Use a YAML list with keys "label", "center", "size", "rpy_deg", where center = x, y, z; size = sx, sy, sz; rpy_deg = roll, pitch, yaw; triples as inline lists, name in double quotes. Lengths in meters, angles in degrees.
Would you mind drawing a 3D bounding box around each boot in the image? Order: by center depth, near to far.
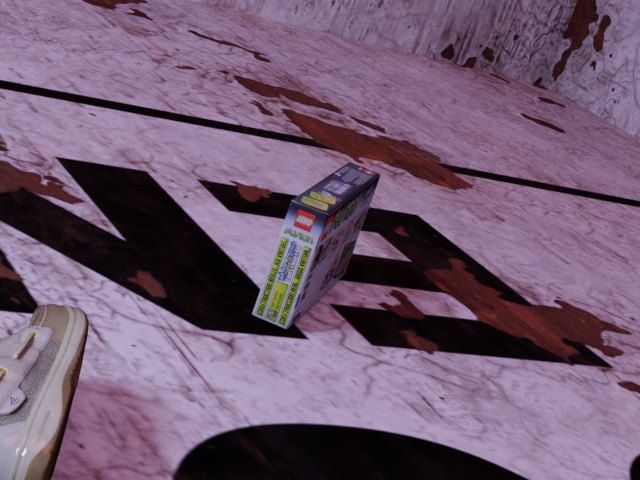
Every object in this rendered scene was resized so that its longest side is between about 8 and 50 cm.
- label: "boot"
  center: [-0.233, 0.081, 0.848]
  size: [0.165, 0.077, 0.213]
  rpy_deg: [15, 20, -9]

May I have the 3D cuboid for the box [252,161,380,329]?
- label: "box"
  center: [0.000, 0.000, 1.288]
  size: [0.036, 0.114, 0.207]
  rpy_deg: [22, 17, 10]
